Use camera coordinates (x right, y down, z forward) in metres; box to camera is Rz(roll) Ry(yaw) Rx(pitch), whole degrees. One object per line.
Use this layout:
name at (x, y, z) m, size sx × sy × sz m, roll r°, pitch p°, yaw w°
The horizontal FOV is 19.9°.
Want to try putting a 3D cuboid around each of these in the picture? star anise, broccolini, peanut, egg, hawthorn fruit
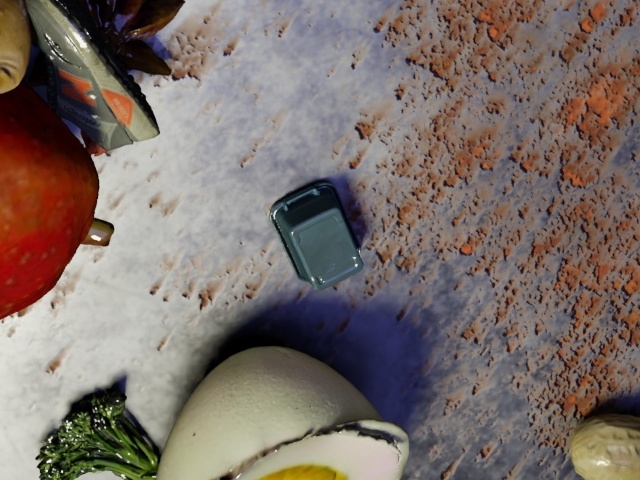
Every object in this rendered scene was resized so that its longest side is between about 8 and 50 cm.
star anise at (-0.205, -0.193, 1.696) m, size 0.168 × 0.057 × 0.167 m, roll -5°, pitch 113°, yaw -13°
broccolini at (-0.208, 0.280, 1.906) m, size 0.123 × 0.062 × 0.271 m, roll -21°, pitch 120°, yaw 5°
peanut at (0.374, 0.246, 2.032) m, size 0.214 × 0.090 × 0.098 m, roll 8°, pitch 120°, yaw -18°
egg at (-0.063, 0.226, 1.861) m, size 0.264 × 0.174 × 0.286 m, roll -2°, pitch 134°, yaw -35°
hawthorn fruit at (-0.325, -0.043, 1.615) m, size 0.307 × 0.265 × 0.265 m, roll 10°, pitch 109°, yaw -22°

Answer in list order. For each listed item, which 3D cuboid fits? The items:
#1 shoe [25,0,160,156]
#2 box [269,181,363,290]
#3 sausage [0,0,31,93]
shoe at (-0.221, -0.150, 1.643) m, size 0.077 × 0.074 × 0.194 m, roll -30°, pitch 129°, yaw 6°
box at (0.000, 0.000, 1.839) m, size 0.074 × 0.054 × 0.099 m, roll -25°, pitch 118°, yaw -2°
sausage at (-0.387, -0.337, 1.489) m, size 0.123 × 0.136 × 0.500 m, roll -31°, pitch 99°, yaw 21°
